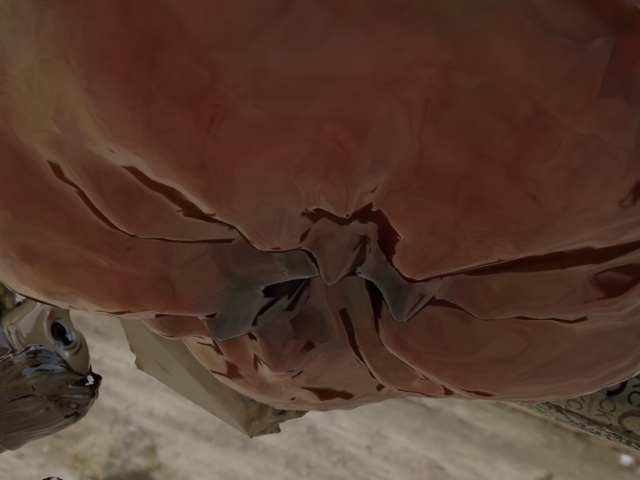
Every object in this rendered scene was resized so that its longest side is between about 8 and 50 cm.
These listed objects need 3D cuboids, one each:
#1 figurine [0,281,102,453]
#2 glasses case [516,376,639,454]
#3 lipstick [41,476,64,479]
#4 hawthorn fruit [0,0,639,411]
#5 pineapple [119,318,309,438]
[{"bbox_3d":[-0.267,0.006,0.968,0.315,0.168,0.187,62,-27,-8],"label":"figurine"},{"bbox_3d":[0.259,0.097,0.989,0.355,0.137,0.085,20,-32,17],"label":"glasses case"},{"bbox_3d":[-0.178,0.217,0.817,0.027,0.027,0.176,21,20,-18],"label":"lipstick"},{"bbox_3d":[0.018,-0.146,0.632,0.472,0.471,0.472,21,1,0],"label":"hawthorn fruit"},{"bbox_3d":[0.000,0.000,1.091,0.202,0.362,0.202,42,-19,17],"label":"pineapple"}]
